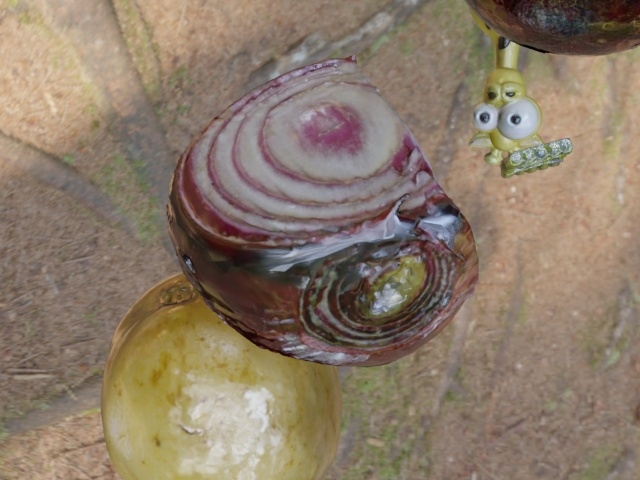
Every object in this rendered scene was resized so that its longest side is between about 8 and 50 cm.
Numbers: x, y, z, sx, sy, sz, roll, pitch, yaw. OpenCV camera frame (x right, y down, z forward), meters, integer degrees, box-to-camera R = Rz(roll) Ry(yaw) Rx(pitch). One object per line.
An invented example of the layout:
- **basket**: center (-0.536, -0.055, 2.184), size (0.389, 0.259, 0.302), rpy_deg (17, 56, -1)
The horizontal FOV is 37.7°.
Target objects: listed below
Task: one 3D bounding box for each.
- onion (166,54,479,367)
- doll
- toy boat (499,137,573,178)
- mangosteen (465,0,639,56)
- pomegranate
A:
- **onion**: center (-0.005, 0.003, 0.744), size (0.207, 0.216, 0.206), rpy_deg (-21, 137, -3)
- **doll**: center (0.256, -0.248, 1.292), size (0.086, 0.117, 0.291), rpy_deg (-20, 113, -64)
- **toy boat**: center (0.206, -0.078, 0.898), size (0.063, 0.115, 0.016), rpy_deg (-14, 87, 8)
- **mangosteen**: center (0.257, -0.325, 0.890), size (0.311, 0.311, 0.311), rpy_deg (6, 79, -30)
- **pomegranate**: center (-0.112, 0.171, 1.055), size (0.307, 0.307, 0.307), rpy_deg (6, 79, -30)
